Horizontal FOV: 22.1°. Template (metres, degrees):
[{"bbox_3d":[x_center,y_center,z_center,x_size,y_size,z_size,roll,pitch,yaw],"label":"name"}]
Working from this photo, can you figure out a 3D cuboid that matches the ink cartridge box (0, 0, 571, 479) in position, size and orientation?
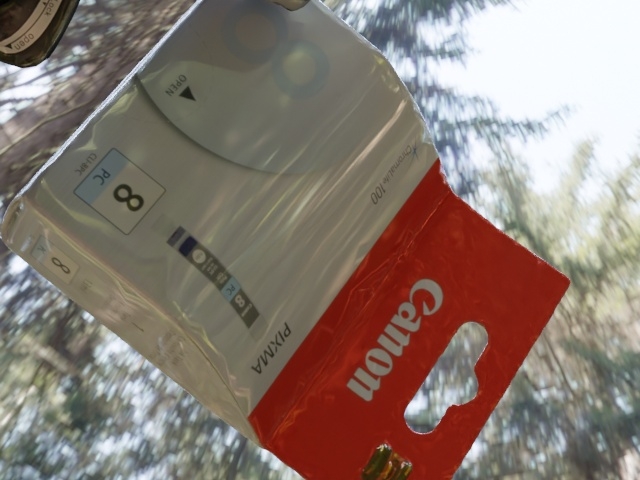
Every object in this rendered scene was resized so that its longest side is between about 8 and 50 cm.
[{"bbox_3d":[0.000,0.000,1.255,0.385,0.091,0.308,38,-124,-2],"label":"ink cartridge box"}]

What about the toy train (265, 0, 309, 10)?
[{"bbox_3d":[-0.010,-0.328,1.192,0.190,0.142,0.334,22,-70,-18],"label":"toy train"}]

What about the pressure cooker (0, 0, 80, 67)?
[{"bbox_3d":[-0.303,-0.251,0.931,0.370,0.420,0.375,-11,-72,17],"label":"pressure cooker"}]
